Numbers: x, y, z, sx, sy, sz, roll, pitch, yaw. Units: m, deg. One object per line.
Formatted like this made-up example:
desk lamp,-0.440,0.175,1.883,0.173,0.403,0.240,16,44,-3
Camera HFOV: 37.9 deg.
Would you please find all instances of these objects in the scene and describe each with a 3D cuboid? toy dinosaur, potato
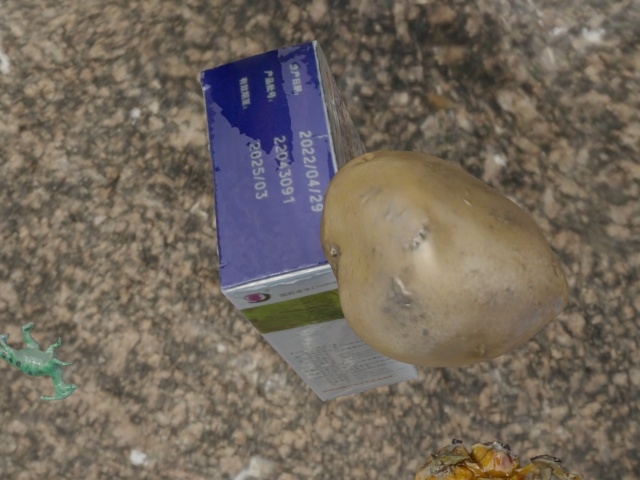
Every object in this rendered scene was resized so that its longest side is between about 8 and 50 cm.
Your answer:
toy dinosaur,-0.221,0.095,0.702,0.083,0.021,0.062,-13,105,21
potato,0.059,0.011,0.508,0.147,0.112,0.112,38,122,37

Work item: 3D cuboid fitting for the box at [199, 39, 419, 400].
box,0.000,0.000,0.819,0.107,0.200,0.299,-14,153,10

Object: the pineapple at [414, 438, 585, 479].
pineapple,0.146,0.203,0.479,0.135,0.079,0.233,-20,109,51
